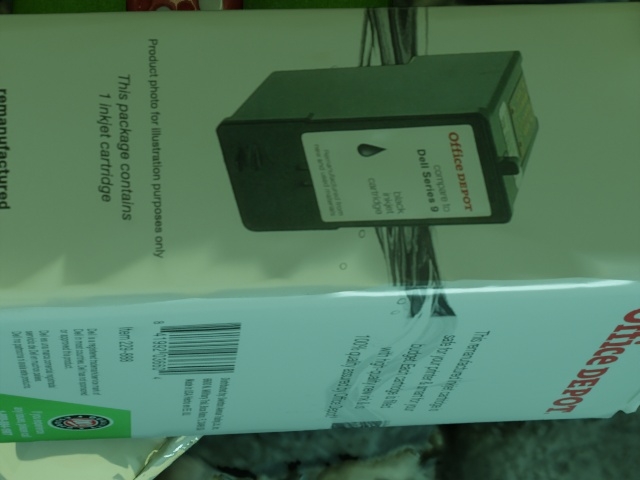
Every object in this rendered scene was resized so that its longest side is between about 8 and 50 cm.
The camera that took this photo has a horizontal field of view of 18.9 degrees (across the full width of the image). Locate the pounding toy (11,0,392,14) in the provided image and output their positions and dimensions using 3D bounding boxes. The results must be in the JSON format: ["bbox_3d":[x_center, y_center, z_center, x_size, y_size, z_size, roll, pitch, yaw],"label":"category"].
[{"bbox_3d":[-0.042,-0.144,0.880,0.237,0.110,0.183,-44,72,-9],"label":"pounding toy"}]

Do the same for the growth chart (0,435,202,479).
[{"bbox_3d":[-0.111,0.046,0.897,0.237,0.021,0.172,-37,78,-6],"label":"growth chart"}]

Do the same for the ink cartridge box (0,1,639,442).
[{"bbox_3d":[0.000,0.000,0.788,0.289,0.211,0.121,-2,71,-7],"label":"ink cartridge box"}]
